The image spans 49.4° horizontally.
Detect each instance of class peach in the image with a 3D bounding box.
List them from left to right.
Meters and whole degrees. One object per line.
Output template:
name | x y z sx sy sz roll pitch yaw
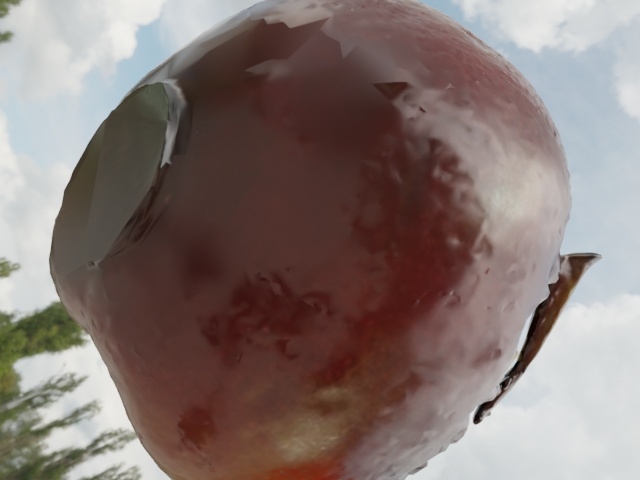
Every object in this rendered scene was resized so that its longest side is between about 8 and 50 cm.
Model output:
peach | -0.020 0.003 0.520 0.406 0.310 0.335 -49 -143 10

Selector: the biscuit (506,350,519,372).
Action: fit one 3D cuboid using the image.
biscuit | 0.215 0.127 0.990 0.166 0.036 0.225 35 -16 37
